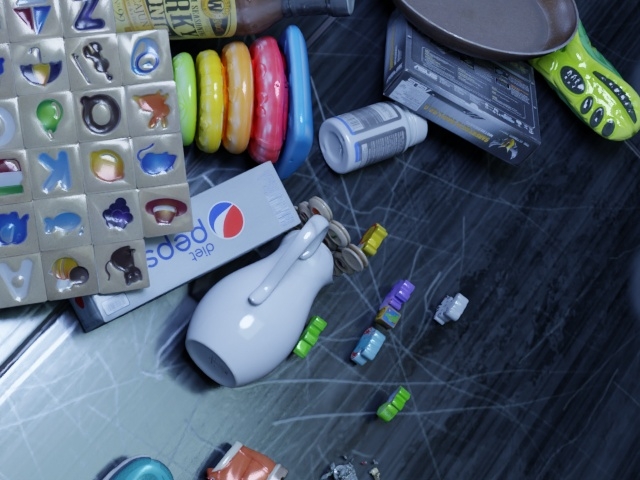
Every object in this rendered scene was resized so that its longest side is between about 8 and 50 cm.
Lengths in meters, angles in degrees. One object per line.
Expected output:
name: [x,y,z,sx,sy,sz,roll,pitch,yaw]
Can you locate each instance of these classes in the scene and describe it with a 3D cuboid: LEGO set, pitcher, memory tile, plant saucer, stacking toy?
LEGO set: [0.043,0.302,1.449,0.083,0.023,0.054,-20,88,-28]
pitcher: [-0.066,0.068,1.364,0.125,0.178,0.207,37,62,13]
memory tile: [0.000,0.000,1.425,0.012,0.148,0.113,-40,99,-23]
plant saucer: [0.217,-0.351,1.596,0.310,0.050,0.310,13,44,-13]
stacking toy: [0.080,0.110,1.498,0.167,0.052,0.221,39,67,-11]
stacking toy: [-0.167,-0.175,1.400,0.302,0.175,0.166,-1,72,-12]

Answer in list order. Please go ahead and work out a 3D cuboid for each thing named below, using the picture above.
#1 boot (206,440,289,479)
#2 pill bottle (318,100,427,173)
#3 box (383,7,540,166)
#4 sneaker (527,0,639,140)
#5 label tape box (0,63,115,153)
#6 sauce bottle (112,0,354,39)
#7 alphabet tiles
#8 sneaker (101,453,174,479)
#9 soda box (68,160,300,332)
boot: [-0.117,0.320,1.358,0.084,0.059,0.158,35,69,4]
pill bottle: [0.074,-0.146,1.531,0.137,0.078,0.078,-20,88,-28]
box: [0.199,-0.226,1.581,0.231,0.056,0.183,26,41,-19]
sneaker: [0.377,-0.267,1.700,0.109,0.123,0.295,-33,78,9]
label tape box: [-0.367,-0.158,1.265,0.249,0.115,0.348,-30,91,-8]
sauce bottle: [-0.133,-0.301,1.354,0.344,0.111,0.111,-2,78,10]
alphabet tiles: [-0.293,-0.103,1.223,0.285,0.011,0.342,-9,100,-13]
sneaker: [-0.238,0.370,1.251,0.107,0.110,0.275,34,66,-15]
soda box: [-0.172,0.006,1.368,0.286,0.098,0.091,-28,91,-28]
